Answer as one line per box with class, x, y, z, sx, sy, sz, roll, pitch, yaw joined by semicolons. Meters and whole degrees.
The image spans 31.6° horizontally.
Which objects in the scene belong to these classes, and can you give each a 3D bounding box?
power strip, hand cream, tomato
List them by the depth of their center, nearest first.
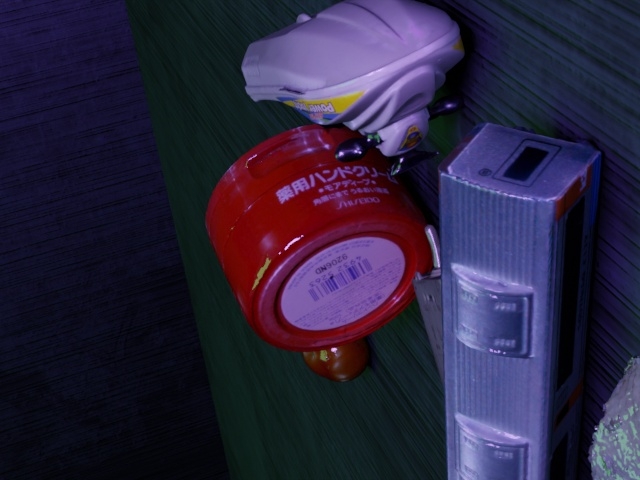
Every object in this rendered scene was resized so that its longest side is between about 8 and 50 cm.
power strip;0.130;0.115;0.984;0.092;0.034;0.268;170;84;-77
hand cream;0.000;0.000;1.041;0.193;0.193;0.125;89;157;-49
tomato;0.018;0.131;1.368;0.087;0.075;0.087;164;90;-73

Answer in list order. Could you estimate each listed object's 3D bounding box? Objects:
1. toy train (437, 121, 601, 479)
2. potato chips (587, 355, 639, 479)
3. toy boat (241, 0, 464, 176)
toy train;0.135;0.112;0.806;0.086;0.089;0.409;18;132;29
potato chips;0.207;0.148;0.683;0.228;0.059;0.167;92;164;-66
toy boat;0.029;-0.127;0.903;0.269;0.141;0.141;-137;32;-60
